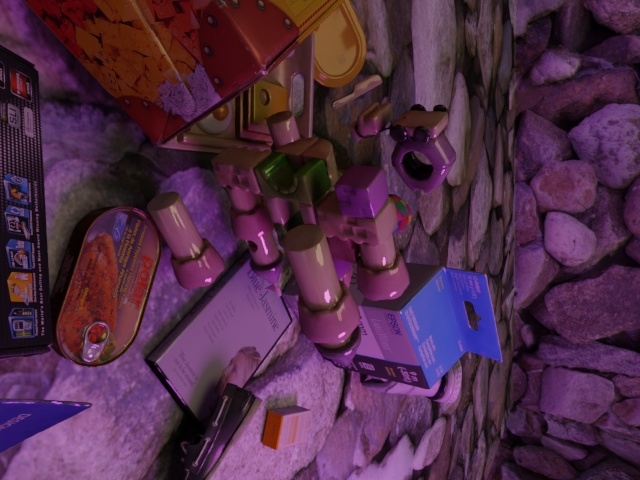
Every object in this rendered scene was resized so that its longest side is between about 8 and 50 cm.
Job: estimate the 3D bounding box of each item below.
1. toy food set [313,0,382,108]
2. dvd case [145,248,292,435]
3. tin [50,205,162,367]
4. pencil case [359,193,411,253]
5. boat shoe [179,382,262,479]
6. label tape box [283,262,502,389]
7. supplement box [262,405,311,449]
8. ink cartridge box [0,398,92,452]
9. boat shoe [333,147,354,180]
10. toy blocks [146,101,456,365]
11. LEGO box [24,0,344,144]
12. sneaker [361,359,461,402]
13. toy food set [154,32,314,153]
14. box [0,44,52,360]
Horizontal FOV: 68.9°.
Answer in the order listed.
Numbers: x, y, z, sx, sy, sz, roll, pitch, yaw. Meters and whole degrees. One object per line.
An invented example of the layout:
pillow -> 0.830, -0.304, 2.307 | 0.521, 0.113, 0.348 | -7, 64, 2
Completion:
toy food set -> 0.012, -0.359, 0.865 | 0.128, 0.071, 0.218 | -38, 126, -6
dvd case -> -0.142, 0.155, 0.746 | 0.253, 0.022, 0.181 | -52, 135, -39
tin -> -0.252, 0.052, 0.553 | 0.106, 0.040, 0.190 | 27, 72, -50
pencil case -> 0.113, -0.039, 1.037 | 0.236, 0.104, 0.105 | -25, 116, -55
boat shoe -> -0.170, 0.304, 0.684 | 0.206, 0.065, 0.075 | -53, -179, -8
label tape box -> 0.135, 0.158, 0.867 | 0.115, 0.347, 0.249 | -58, 138, -34
supplement box -> -0.062, 0.351, 0.881 | 0.098, 0.036, 0.062 | 21, 77, -55
ink cartridge box -> -0.340, 0.140, 0.215 | 0.307, 0.303, 0.072 | 39, 27, -50
boat shoe -> 0.031, -0.144, 0.949 | 0.153, 0.048, 0.056 | 18, 68, -63
toy blocks -> 0.000, 0.000, 0.635 | 0.309, 0.288, 0.260 | -47, 136, -34
LEGO box -> -0.100, -0.408, 0.480 | 0.372, 0.193, 0.500 | 51, 52, -23
sneaker -> 0.215, 0.318, 1.214 | 0.366, 0.210, 0.138 | 104, -3, -84
toy food set -> -0.107, -0.236, 0.675 | 0.306, 0.092, 0.220 | -7, 100, -55
box -> -0.300, -0.045, 0.321 | 0.216, 0.060, 0.270 | 30, 49, -72
